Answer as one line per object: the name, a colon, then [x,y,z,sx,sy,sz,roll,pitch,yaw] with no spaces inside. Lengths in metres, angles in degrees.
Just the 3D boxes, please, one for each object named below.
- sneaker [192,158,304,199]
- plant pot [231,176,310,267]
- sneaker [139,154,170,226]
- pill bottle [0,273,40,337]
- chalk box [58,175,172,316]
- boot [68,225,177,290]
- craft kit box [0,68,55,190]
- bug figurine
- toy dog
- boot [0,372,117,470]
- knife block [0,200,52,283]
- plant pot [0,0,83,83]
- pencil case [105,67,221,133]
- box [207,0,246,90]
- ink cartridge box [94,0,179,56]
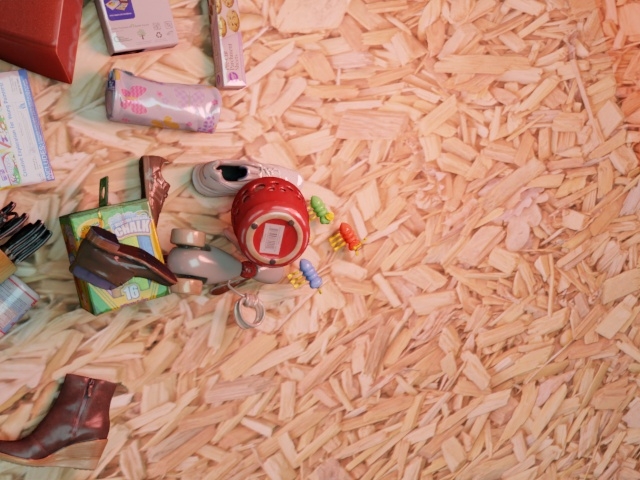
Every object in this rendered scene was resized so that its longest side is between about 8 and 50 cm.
sneaker: [-0.169,-0.152,1.645,0.297,0.129,0.110,-1,84,-30]
plant pot: [-0.114,-0.038,1.543,0.191,0.174,0.191,-5,116,-10]
sneaker: [-0.395,-0.113,1.562,0.071,0.066,0.188,-3,93,-29]
pill bottle: [-0.696,0.154,1.394,0.087,0.087,0.160,47,71,-21]
chalk box: [-0.474,0.002,1.459,0.179,0.180,0.288,-16,97,-27]
boot: [-0.416,0.064,1.363,0.219,0.082,0.106,35,96,-28]
craft kit box: [-0.727,-0.223,1.376,0.247,0.061,0.249,-16,105,-30]
bug figurine: [0.000,0.000,1.729,0.216,0.072,0.279,55,49,-10]
toy dog: [-0.266,0.067,1.612,0.334,0.161,0.220,36,71,-39]
boot: [-0.603,0.406,1.466,0.249,0.090,0.206,15,72,-26]
knife block: [-0.712,0.054,1.374,0.242,0.088,0.275,-1,116,-50]
plant pot: [-0.635,-0.505,1.336,0.236,0.267,0.267,7,87,-14]
pencil case: [-0.376,-0.330,1.544,0.273,0.113,0.124,5,69,-28]
box: [-0.242,-0.547,1.638,0.067,0.063,0.323,-6,94,-27]
ink cartridge box: [-0.459,-0.614,1.523,0.165,0.065,0.332,-17,100,-27]
